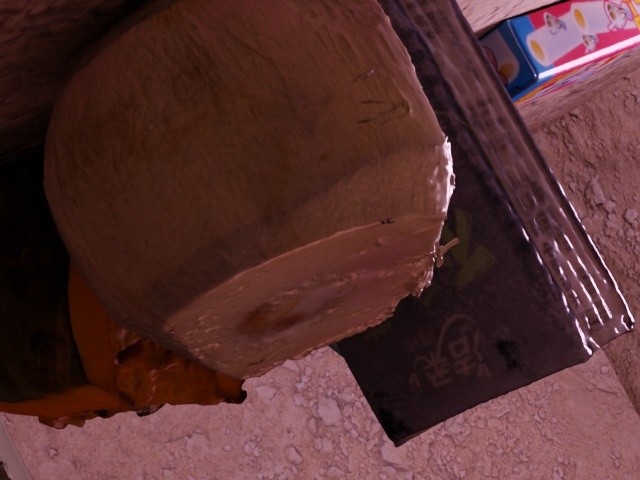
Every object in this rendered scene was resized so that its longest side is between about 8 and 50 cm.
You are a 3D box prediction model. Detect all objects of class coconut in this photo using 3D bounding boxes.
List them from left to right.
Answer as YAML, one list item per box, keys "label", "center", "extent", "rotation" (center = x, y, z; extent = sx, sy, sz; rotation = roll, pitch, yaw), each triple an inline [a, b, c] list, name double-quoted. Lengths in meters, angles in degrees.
- label: "coconut"
  center: [-0.056, -0.058, 0.960]
  extent: [0.297, 0.254, 0.297]
  rotation: [-20, 157, -9]

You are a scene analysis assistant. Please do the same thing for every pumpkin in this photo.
- label: "pumpkin"
  center: [-0.207, 0.039, 1.183]
  extent: [0.226, 0.256, 0.303]
  rotation: [-12, 161, 24]

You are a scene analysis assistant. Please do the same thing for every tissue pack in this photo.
- label: "tissue pack"
  center: [0.085, -0.026, 1.283]
  extent: [0.124, 0.394, 0.288]
  rotation: [-24, 174, -41]

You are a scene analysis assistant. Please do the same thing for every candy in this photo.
- label: "candy"
  center: [0.328, -0.271, 1.903]
  extent: [0.306, 0.100, 0.157]
  rotation: [-25, 177, -39]

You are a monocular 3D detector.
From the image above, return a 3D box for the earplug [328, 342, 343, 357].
- label: "earplug"
  center: [0.000, 0.000, 1.548]
  extent: [0.185, 0.324, 0.185]
  rotation: [-27, 177, -2]

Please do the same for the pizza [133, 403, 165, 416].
- label: "pizza"
  center: [-0.205, 0.102, 1.364]
  extent: [0.147, 0.069, 0.226]
  rotation: [-37, -145, -25]

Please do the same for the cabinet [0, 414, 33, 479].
- label: "cabinet"
  center: [-0.500, 0.252, 1.523]
  extent: [0.290, 0.318, 0.227]
  rotation: [-26, 178, -7]
